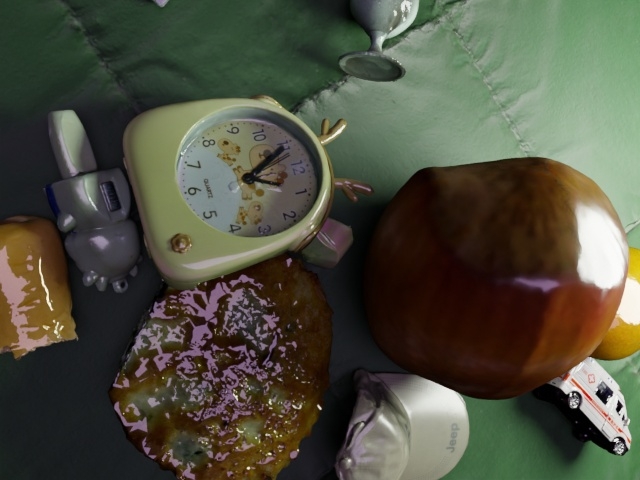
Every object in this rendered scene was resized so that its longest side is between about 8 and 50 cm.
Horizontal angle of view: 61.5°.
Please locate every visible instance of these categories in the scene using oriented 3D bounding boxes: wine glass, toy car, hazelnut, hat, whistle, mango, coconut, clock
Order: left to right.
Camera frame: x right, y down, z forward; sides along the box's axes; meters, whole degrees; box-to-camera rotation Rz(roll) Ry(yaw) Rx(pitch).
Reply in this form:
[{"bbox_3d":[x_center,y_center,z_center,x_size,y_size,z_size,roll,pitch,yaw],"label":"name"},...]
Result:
[{"bbox_3d":[-0.297,-0.045,0.694,0.110,0.092,0.244,-35,112,-57],"label":"whistle"},{"bbox_3d":[-0.090,-0.077,0.721,0.308,0.096,0.234,-14,74,-15],"label":"clock"},{"bbox_3d":[0.000,0.000,0.796,0.081,0.082,0.083,-45,149,-32],"label":"coconut"},{"bbox_3d":[0.095,-0.361,0.786,0.103,0.103,0.230,11,88,-17],"label":"wine glass"},{"bbox_3d":[0.134,0.316,0.832,0.245,0.149,0.214,1,94,-6],"label":"hat"},{"bbox_3d":[0.240,0.052,0.758,0.366,0.366,0.365,-1,94,-16],"label":"hazelnut"},{"bbox_3d":[0.474,0.282,0.950,0.209,0.089,0.108,45,73,-11],"label":"toy car"},{"bbox_3d":[0.494,0.092,0.913,0.255,0.139,0.175,-30,87,-31],"label":"mango"}]

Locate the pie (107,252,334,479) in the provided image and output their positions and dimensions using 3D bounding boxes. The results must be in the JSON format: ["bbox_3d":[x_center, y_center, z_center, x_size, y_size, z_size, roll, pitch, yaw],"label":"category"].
[{"bbox_3d":[-0.123,0.178,0.757,0.289,0.103,0.354,26,79,-16],"label":"pie"}]

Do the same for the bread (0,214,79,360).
[{"bbox_3d":[-0.389,0.058,0.678,0.134,0.085,0.173,-13,98,-16],"label":"bread"}]

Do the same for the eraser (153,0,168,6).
[{"bbox_3d":[-0.246,-0.359,0.728,0.099,0.019,0.027,41,96,-15],"label":"eraser"}]
